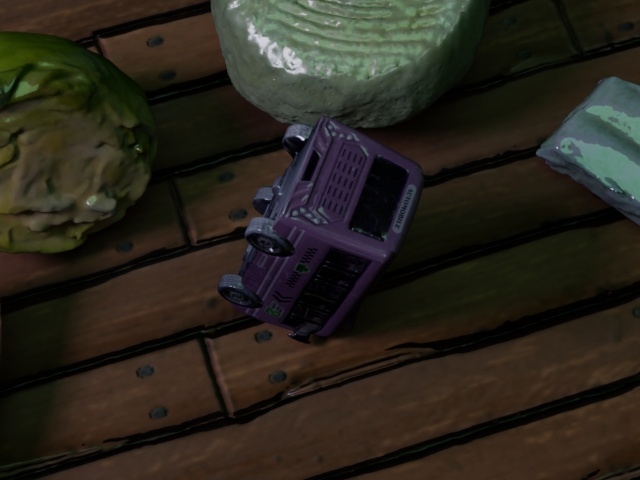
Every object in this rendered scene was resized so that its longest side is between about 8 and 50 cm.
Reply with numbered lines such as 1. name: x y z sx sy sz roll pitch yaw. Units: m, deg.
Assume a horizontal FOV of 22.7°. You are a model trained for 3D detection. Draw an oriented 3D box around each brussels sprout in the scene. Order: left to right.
1. brussels sprout: -0.195 -0.075 1.082 0.149 0.151 0.122 -36 38 9

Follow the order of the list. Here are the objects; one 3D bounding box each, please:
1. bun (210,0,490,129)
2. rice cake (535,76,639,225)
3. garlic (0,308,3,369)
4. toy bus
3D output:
1. bun: 0.022 -0.161 1.132 0.195 0.118 0.195 -2 66 4
2. rice cake: 0.267 -0.029 1.118 0.226 0.040 0.085 36 68 14
3. garlic: -0.277 0.094 1.009 0.115 0.128 0.206 -9 35 43
4. toy bus: 0.000 0.000 1.024 0.098 0.178 0.086 22 66 -5
